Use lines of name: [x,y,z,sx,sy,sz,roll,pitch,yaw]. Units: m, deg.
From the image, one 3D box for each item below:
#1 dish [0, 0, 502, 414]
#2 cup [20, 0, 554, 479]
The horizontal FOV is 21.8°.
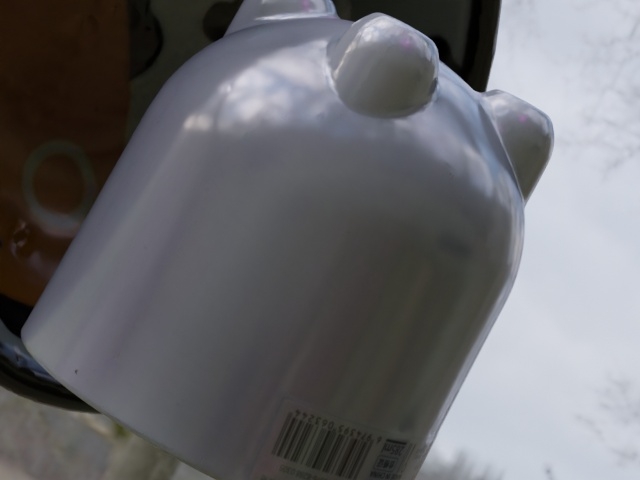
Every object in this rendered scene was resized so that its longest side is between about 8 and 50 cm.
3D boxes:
dish: [-0.063,-0.081,0.643,0.120,0.303,0.303,33,-10,42]
cup: [0.007,0.004,0.549,0.134,0.142,0.173,30,2,36]
